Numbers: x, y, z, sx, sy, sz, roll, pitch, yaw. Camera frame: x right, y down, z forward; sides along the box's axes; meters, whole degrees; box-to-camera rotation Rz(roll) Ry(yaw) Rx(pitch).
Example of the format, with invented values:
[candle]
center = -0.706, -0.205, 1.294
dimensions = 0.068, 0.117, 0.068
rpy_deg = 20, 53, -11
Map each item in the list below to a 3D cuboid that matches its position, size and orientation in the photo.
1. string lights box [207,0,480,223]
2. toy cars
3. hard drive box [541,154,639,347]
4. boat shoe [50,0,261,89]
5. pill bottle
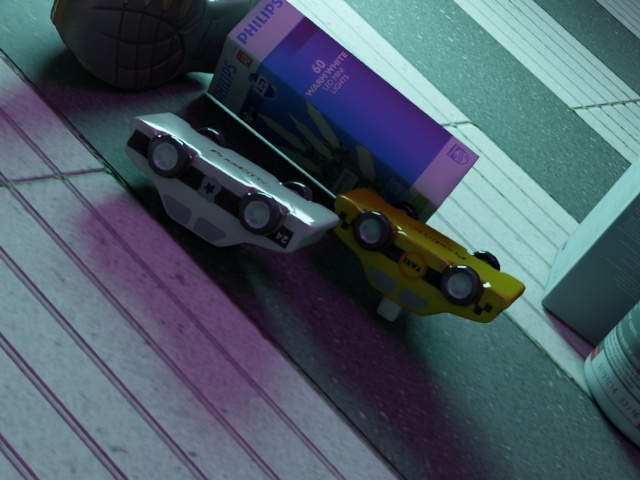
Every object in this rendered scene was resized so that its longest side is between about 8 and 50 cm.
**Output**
[string lights box]
center = 0.019, -0.117, 1.440
dimensions = 0.259, 0.133, 0.077
rpy_deg = 39, 67, 2
[toy cars]
center = 0.000, 0.000, 1.291
dimensions = 0.393, 0.087, 0.176
rpy_deg = 20, 18, -27
[hard drive box]
center = 0.359, -0.015, 1.622
dimensions = 0.089, 0.232, 0.181
rpy_deg = 39, 25, 0
[boat shoe]
center = -0.172, -0.225, 1.421
dimensions = 0.116, 0.123, 0.324
rpy_deg = 37, 17, 16
[pill bottle]
center = 0.414, 0.081, 1.467
dimensions = 0.161, 0.283, 0.161
rpy_deg = 30, 26, -16
